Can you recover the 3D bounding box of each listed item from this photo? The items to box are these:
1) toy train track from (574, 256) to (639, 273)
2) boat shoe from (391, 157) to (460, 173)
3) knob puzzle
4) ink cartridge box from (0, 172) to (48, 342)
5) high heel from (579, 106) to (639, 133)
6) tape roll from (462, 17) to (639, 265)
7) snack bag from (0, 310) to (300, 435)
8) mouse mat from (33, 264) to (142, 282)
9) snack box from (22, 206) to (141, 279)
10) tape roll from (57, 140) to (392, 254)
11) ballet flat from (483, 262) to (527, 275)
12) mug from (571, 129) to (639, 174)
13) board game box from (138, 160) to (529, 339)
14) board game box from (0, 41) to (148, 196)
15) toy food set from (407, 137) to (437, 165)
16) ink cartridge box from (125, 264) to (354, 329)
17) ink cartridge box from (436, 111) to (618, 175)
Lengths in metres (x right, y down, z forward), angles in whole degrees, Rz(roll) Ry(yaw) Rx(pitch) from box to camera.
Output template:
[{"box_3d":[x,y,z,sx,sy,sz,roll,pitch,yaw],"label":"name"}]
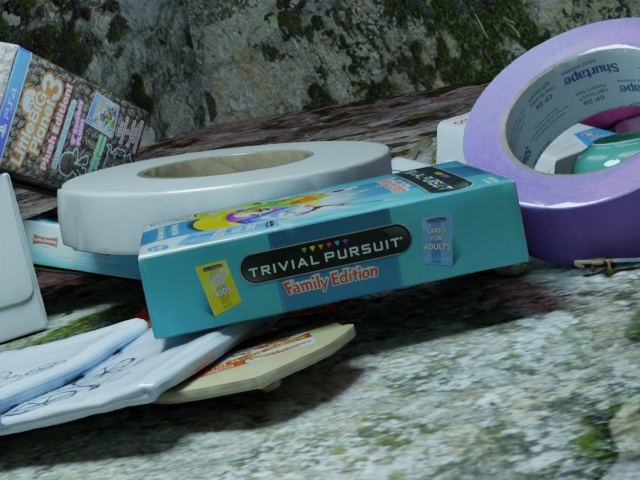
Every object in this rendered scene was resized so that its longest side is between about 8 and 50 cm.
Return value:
[{"box_3d":[0.285,0.024,1.347,0.083,0.014,0.048,-3,5,17],"label":"toy train track"},{"box_3d":[0.127,-0.046,1.739,0.088,0.096,0.267,-44,24,-12],"label":"boat shoe"},{"box_3d":[-0.059,0.112,1.187,0.213,0.030,0.213,-16,5,2],"label":"knob puzzle"},{"box_3d":[-0.485,0.030,1.727,0.198,0.197,0.270,-17,11,-27],"label":"ink cartridge box"},{"box_3d":[0.341,-0.175,1.874,0.127,0.181,0.377,-1,4,-37],"label":"high heel"},{"box_3d":[0.289,-0.105,1.447,0.275,0.090,0.275,-18,42,17],"label":"tape roll"},{"box_3d":[-0.225,0.118,1.270,0.342,0.037,0.323,-14,6,23],"label":"snack bag"},{"box_3d":[-0.305,0.040,1.807,0.190,0.007,0.152,9,0,-28],"label":"mouse mat"},{"box_3d":[-0.260,-0.009,1.880,0.187,0.060,0.322,8,9,5],"label":"snack box"},{"box_3d":[-0.108,-0.056,1.648,0.392,0.072,0.392,-5,10,1],"label":"tape roll"},{"box_3d":[0.152,0.021,1.483,0.057,0.049,0.173,10,0,-37],"label":"ballet flat"},{"box_3d":[0.352,-0.070,1.545,0.158,0.097,0.129,-17,10,-22],"label":"mug"},{"box_3d":[0.000,0.000,1.344,0.336,0.079,0.254,-12,8,-5],"label":"board game box"},{"box_3d":[-0.402,-0.152,1.783,0.232,0.141,0.291,13,-5,26],"label":"board game box"},{"box_3d":[0.244,-0.139,2.294,0.192,0.038,0.132,-3,19,20],"label":"toy food set"},{"box_3d":[-0.070,0.033,1.590,0.296,0.066,0.261,-9,9,22],"label":"ink cartridge box"},{"box_3d":[0.259,-0.104,1.764,0.140,0.082,0.191,-20,28,-40],"label":"ink cartridge box"}]
